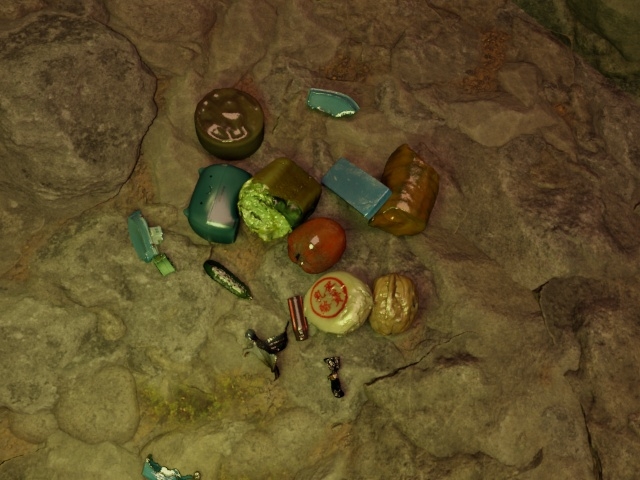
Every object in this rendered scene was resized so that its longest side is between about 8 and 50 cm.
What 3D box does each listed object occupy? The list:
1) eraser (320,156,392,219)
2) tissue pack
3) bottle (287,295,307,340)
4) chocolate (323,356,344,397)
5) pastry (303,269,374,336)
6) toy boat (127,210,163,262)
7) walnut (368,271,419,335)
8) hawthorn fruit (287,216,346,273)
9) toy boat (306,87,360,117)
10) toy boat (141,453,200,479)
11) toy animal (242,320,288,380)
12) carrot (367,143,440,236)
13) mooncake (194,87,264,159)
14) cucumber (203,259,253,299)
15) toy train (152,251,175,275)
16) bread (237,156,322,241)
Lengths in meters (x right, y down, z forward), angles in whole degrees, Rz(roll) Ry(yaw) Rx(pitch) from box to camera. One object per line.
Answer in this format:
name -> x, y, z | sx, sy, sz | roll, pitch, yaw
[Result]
eraser -> 0.135, -0.214, 1.923 | 0.144, 0.043, 0.312 | -48, 50, 1
tissue pack -> -0.386, -0.143, 1.829 | 0.206, 0.198, 0.287 | 16, 71, -3
bottle -> -0.083, 0.292, 1.801 | 0.060, 0.060, 0.164 | -8, 73, -13
chocolate -> 0.049, 0.495, 1.749 | 0.070, 0.072, 0.147 | -3, 66, 2
pastry -> 0.065, 0.229, 1.768 | 0.265, 0.133, 0.264 | -8, 67, 19
toy boat -> -0.649, -0.018, 1.813 | 0.102, 0.088, 0.215 | -11, 68, -49
walnut -> 0.273, 0.237, 1.816 | 0.198, 0.198, 0.244 | 10, 71, -6
hawthorn fruit -> 0.000, 0.000, 1.855 | 0.210, 0.210, 0.262 | 43, 51, 7
toy boat -> 0.059, -0.610, 2.133 | 0.238, 0.109, 0.098 | 15, 35, -4
toy boat -> -0.483, 0.748, 1.561 | 0.186, 0.075, 0.077 | 29, 77, -2
toy animal -> -0.192, 0.403, 1.723 | 0.160, 0.197, 0.272 | 13, 24, 12
carrot -> 0.343, -0.181, 1.949 | 0.242, 0.241, 0.340 | 22, 72, -2
mooncake -> -0.369, -0.480, 1.978 | 0.285, 0.155, 0.284 | 3, 72, -9
cucumber -> -0.345, 0.150, 1.807 | 0.227, 0.069, 0.069 | 38, 69, 0
toy train -> -0.574, 0.088, 1.776 | 0.056, 0.093, 0.038 | -31, 45, -13
bread -> -0.149, -0.158, 1.810 | 0.251, 0.208, 0.376 | 44, 31, -7
